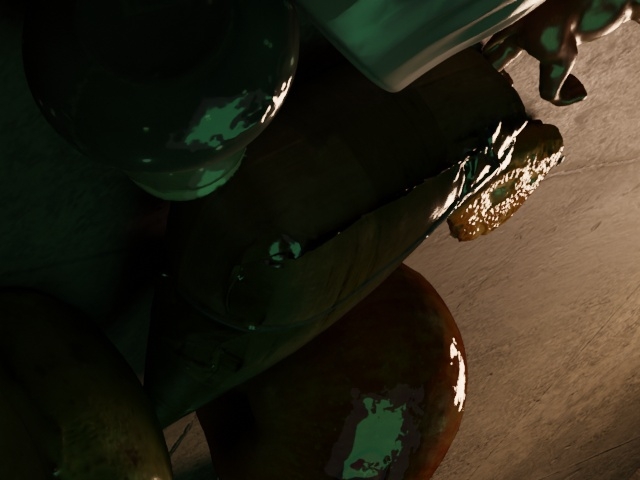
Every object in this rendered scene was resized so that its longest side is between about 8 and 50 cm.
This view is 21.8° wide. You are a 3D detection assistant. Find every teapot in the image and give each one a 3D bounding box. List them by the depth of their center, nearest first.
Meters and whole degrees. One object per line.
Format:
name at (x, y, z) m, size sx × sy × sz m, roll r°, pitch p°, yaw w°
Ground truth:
teapot at (-0.107, -0.113, 1.167) m, size 0.183 × 0.183 × 0.251 m, roll -35°, pitch 169°, yaw -10°

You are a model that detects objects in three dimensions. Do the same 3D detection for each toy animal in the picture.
toy animal at (0.263, -0.236, 1.602) m, size 0.312 × 0.097 × 0.157 m, roll -32°, pitch 144°, yaw -11°

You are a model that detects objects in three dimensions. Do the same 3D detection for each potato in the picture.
potato at (-0.212, 0.219, 1.471) m, size 0.213 × 0.280 × 0.330 m, roll -17°, pitch 147°, yaw -38°

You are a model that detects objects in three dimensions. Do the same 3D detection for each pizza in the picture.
pizza at (0.193, -0.060, 1.852) m, size 0.182 × 0.062 × 0.161 m, roll -37°, pitch 151°, yaw -17°

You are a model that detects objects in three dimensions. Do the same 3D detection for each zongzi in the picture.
zongzi at (0.000, 0.000, 1.515) m, size 0.356 × 0.174 × 0.393 m, roll -29°, pitch 155°, yaw -33°

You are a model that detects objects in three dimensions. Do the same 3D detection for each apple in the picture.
apple at (-0.004, 0.152, 1.678) m, size 0.250 × 0.277 × 0.309 m, roll 10°, pitch 105°, yaw -52°

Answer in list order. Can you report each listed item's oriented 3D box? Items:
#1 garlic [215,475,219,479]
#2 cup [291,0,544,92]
garlic at (-0.190, 0.378, 2.056) m, size 0.198 × 0.090 × 0.128 m, roll -31°, pitch 144°, yaw -7°
cup at (0.121, -0.286, 1.059) m, size 0.371 × 0.253 × 0.253 m, roll -42°, pitch 157°, yaw 11°
